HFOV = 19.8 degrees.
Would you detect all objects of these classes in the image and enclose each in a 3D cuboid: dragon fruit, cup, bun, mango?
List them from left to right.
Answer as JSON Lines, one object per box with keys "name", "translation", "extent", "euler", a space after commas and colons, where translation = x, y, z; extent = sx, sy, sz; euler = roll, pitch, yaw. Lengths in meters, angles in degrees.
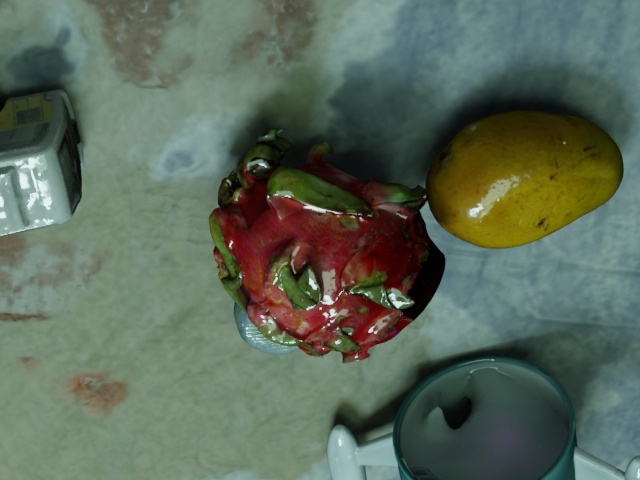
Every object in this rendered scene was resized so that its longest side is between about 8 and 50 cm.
{"name": "bun", "translation": [-0.036, 0.057, 1.544], "extent": [0.083, 0.045, 0.083], "euler": [-5, 127, -7]}
{"name": "dragon fruit", "translation": [0.000, 0.000, 1.446], "extent": [0.172, 0.160, 0.166], "euler": [32, 104, -16]}
{"name": "cup", "translation": [0.152, 0.218, 1.622], "extent": [0.300, 0.167, 0.173], "euler": [4, 136, 18]}
{"name": "mango", "translation": [0.166, -0.054, 1.484], "extent": [0.165, 0.089, 0.115], "euler": [-20, 126, -1]}

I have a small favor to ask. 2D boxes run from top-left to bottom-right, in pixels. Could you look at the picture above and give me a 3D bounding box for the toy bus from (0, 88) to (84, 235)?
{"name": "toy bus", "translation": [-0.314, -0.042, 1.390], "extent": [0.268, 0.106, 0.092], "euler": [-11, 126, -4]}
